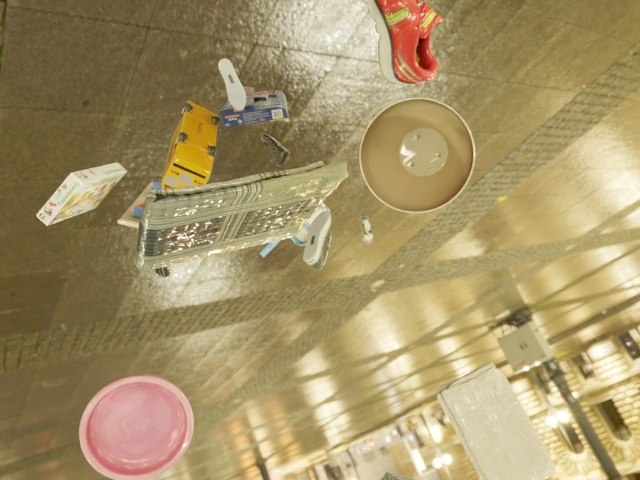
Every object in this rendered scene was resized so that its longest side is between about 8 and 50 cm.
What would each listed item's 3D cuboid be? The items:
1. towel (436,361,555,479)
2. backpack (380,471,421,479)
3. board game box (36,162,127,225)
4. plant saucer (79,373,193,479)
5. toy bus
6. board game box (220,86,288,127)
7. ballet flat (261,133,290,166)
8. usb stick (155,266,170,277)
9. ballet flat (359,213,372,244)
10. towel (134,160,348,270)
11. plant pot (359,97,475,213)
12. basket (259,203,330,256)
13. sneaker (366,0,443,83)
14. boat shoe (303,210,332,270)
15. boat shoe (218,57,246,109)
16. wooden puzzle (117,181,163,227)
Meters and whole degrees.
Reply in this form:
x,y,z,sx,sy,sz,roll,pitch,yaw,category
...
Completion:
x,y,z,sx,sy,sz,roll,pitch,yaw,category
0.398,0.436,1.241,0.187,0.282,0.049,-16,160,-28,towel
0.298,0.802,1.529,0.356,0.273,0.290,5,178,-12,backpack
-0.786,-0.162,1.807,0.193,0.053,0.305,-44,-174,15,board game box
-0.567,0.574,1.689,0.333,0.331,0.084,-18,-172,-14,plant saucer
-0.367,-0.266,1.549,0.108,0.332,0.130,22,123,-23,toy bus
-0.202,-0.420,1.655,0.194,0.194,0.060,-9,126,-2,board game box
-0.139,-0.268,1.578,0.058,0.173,0.049,29,103,-35,ballet flat
-0.635,0.031,2.115,0.045,0.077,0.277,-35,142,-35,usb stick
0.157,-0.032,1.826,0.041,0.041,0.114,-19,116,-11,ballet flat
-0.145,-0.045,0.919,0.325,0.056,0.312,-12,165,-25,towel
0.261,-0.225,1.424,0.284,0.284,0.191,-32,-179,20,plant pot
-0.119,-0.056,2.186,0.289,0.201,0.255,-49,-174,-24,basket
0.163,-0.419,0.988,0.107,0.119,0.278,-49,136,-29,sneaker
0.000,0.000,1.814,0.078,0.219,0.070,-14,135,39,boat shoe
-0.241,-0.429,1.489,0.049,0.142,0.040,-19,-161,-4,boat shoe
-0.537,-0.127,2.030,0.323,0.347,0.080,13,120,0,wooden puzzle
